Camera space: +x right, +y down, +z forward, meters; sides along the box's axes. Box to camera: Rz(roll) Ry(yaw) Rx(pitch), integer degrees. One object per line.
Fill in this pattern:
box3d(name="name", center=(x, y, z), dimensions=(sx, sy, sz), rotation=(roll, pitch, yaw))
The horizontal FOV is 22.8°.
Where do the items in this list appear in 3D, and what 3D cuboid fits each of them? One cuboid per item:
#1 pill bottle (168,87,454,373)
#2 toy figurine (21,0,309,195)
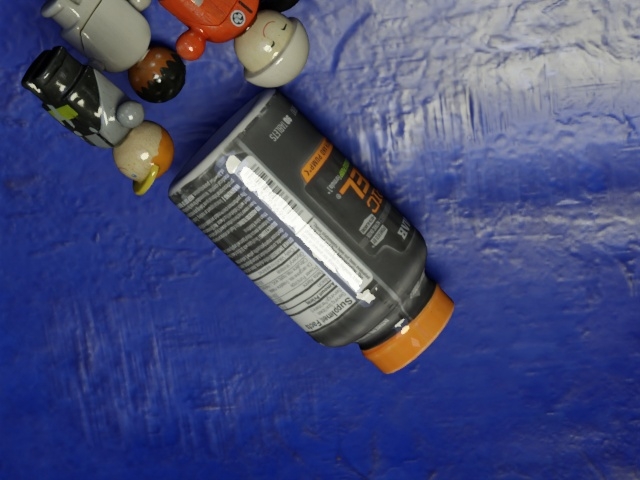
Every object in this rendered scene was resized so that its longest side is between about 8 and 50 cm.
box3d(name="pill bottle", center=(0.000, 0.000, 1.330), dimensions=(0.130, 0.130, 0.245), rotation=(-42, 101, 17))
box3d(name="toy figurine", center=(-0.115, -0.165, 1.247), dimensions=(0.209, 0.213, 0.148), rotation=(-41, 117, 20))
